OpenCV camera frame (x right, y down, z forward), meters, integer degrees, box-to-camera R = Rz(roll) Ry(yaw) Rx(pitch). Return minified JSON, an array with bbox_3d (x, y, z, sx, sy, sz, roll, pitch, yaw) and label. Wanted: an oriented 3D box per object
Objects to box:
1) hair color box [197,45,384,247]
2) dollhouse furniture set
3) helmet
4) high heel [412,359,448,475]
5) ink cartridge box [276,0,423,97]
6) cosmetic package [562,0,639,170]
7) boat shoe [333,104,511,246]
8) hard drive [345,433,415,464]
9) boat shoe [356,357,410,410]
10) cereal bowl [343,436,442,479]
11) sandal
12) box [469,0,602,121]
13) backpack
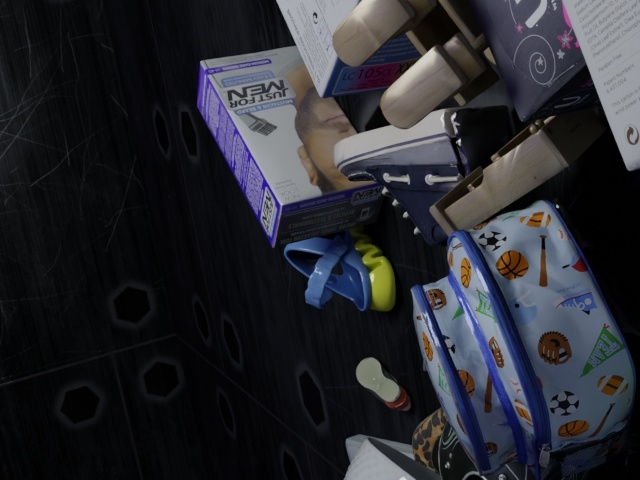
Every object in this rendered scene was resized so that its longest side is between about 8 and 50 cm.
[{"bbox_3d":[-0.053,-0.160,1.456,0.339,0.185,0.110,60,153,31],"label":"hair color box"},{"bbox_3d":[0.137,-0.151,0.920,0.242,0.212,0.161,53,136,0],"label":"dollhouse furniture set"},{"bbox_3d":[0.232,0.241,1.061,0.161,0.169,0.170,-36,70,54],"label":"helmet"},{"bbox_3d":[0.204,0.286,1.247,0.186,0.093,0.261,-163,66,-66],"label":"high heel"},{"bbox_3d":[0.063,-0.393,1.066,0.395,0.151,0.270,114,137,-59],"label":"ink cartridge box"},{"bbox_3d":[0.259,-0.255,0.627,0.366,0.196,0.155,71,158,7],"label":"cosmetic package"},{"bbox_3d":[0.120,-0.067,1.168,0.340,0.127,0.158,173,90,-67],"label":"boat shoe"},{"bbox_3d":[0.142,0.449,1.577,0.307,0.040,0.203,-18,87,68],"label":"hard drive"},{"bbox_3d":[0.105,0.241,1.527,0.043,0.049,0.137,42,177,-32],"label":"boat shoe"},{"bbox_3d":[0.161,0.385,1.099,0.338,0.141,0.339,32,175,3],"label":"cereal bowl"},{"bbox_3d":[0.000,0.000,1.502,0.126,0.138,0.317,93,154,-43],"label":"sandal"},{"bbox_3d":[0.218,-0.255,0.793,0.247,0.142,0.163,69,158,13],"label":"box"},{"bbox_3d":[0.203,0.095,0.905,0.263,0.213,0.277,81,165,-57],"label":"backpack"}]
